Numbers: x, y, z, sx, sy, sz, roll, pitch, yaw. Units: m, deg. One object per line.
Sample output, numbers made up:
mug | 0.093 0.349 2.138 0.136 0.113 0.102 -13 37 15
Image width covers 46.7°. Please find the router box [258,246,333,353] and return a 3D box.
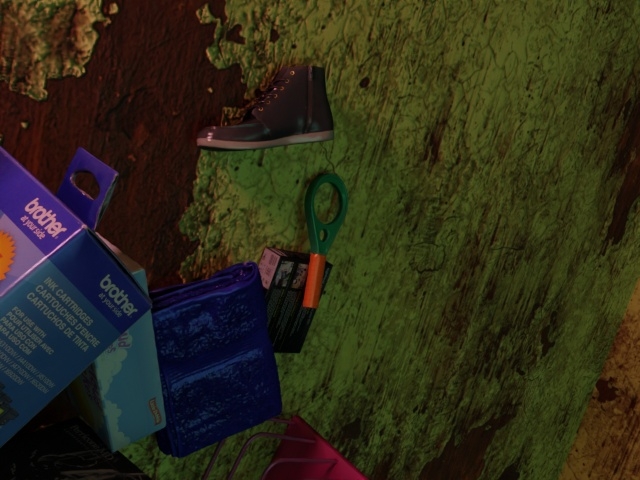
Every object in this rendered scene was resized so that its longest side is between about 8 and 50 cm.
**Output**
router box | -0.065 0.108 1.291 0.133 0.046 0.179 12 103 -45

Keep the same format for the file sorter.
file sorter | -0.059 0.464 1.311 0.182 0.290 0.202 21 96 -43

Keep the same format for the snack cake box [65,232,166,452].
snack cake box | -0.298 0.136 1.016 0.089 0.152 0.264 -22 124 -34

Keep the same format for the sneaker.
sneaker | -0.086 -0.196 1.105 0.222 0.083 0.118 -12 100 -30

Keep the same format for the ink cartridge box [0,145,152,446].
ink cartridge box | -0.378 0.064 0.821 0.395 0.270 0.151 -43 137 -17

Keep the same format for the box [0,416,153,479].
box | -0.336 0.411 0.895 0.312 0.343 0.179 -10 121 -54

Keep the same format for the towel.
towel | -0.178 0.199 1.179 0.227 0.076 0.308 -17 123 -16

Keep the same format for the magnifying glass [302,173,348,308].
magnifying glass | 0.000 0.000 1.265 0.092 0.026 0.231 12 84 -46
